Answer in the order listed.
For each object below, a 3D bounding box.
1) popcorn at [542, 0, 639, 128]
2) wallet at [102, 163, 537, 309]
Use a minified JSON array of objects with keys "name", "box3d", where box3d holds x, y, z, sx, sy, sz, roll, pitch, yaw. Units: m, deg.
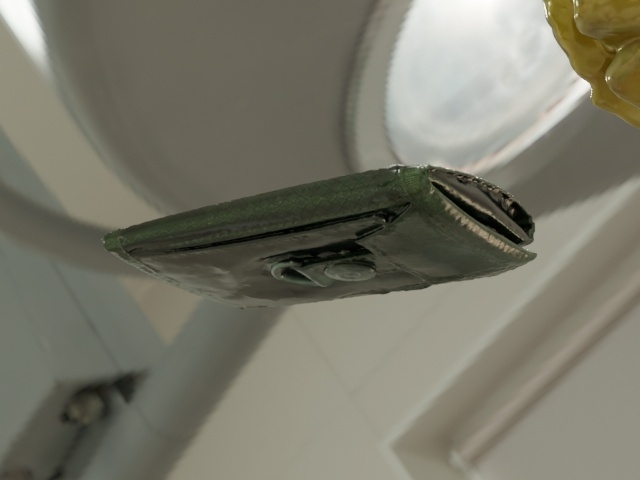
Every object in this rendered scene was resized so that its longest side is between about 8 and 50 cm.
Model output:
[{"name":"popcorn","box3d":[0.167,-0.105,0.742,0.167,0.148,0.152,22,-39,-25]},{"name":"wallet","box3d":[0.000,0.003,1.093,0.236,0.055,0.160,-13,-21,30]}]
